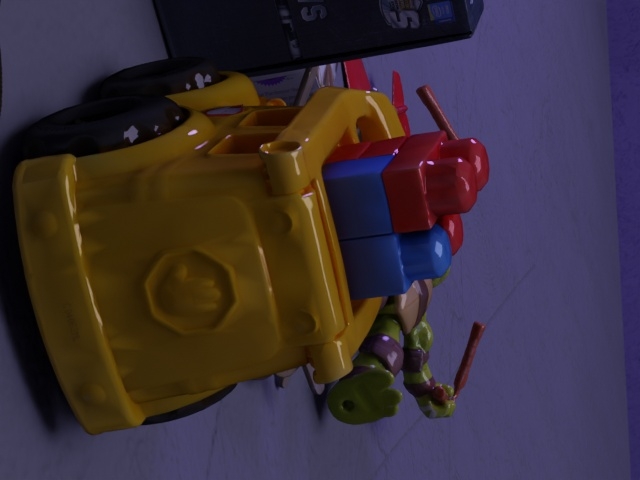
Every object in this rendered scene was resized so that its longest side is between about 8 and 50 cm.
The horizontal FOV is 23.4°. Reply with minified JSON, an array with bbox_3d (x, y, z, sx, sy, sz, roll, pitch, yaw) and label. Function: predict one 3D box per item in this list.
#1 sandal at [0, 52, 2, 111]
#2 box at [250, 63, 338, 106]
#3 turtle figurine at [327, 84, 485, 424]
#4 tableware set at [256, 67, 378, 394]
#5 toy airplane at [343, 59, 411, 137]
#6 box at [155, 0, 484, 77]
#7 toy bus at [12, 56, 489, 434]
[{"bbox_3d":[-0.159,-0.116,0.613,0.090,0.060,0.219,-1,98,-67],"label":"sandal"},{"bbox_3d":[-0.010,-0.211,1.105,0.324,0.067,0.063,-78,154,-46],"label":"box"},{"bbox_3d":[0.052,0.031,1.164,0.217,0.087,0.269,-41,131,-61],"label":"turtle figurine"},{"bbox_3d":[0.000,0.000,0.984,0.128,0.039,0.194,43,63,-64],"label":"tableware set"},{"bbox_3d":[0.051,-0.103,1.314,0.151,0.028,0.151,-9,90,-72],"label":"toy airplane"},{"bbox_3d":[-0.020,-0.215,0.874,0.059,0.183,0.233,-62,142,-61],"label":"box"},{"bbox_3d":[-0.017,-0.017,0.758,0.220,0.211,0.149,-57,135,-67],"label":"toy bus"}]
